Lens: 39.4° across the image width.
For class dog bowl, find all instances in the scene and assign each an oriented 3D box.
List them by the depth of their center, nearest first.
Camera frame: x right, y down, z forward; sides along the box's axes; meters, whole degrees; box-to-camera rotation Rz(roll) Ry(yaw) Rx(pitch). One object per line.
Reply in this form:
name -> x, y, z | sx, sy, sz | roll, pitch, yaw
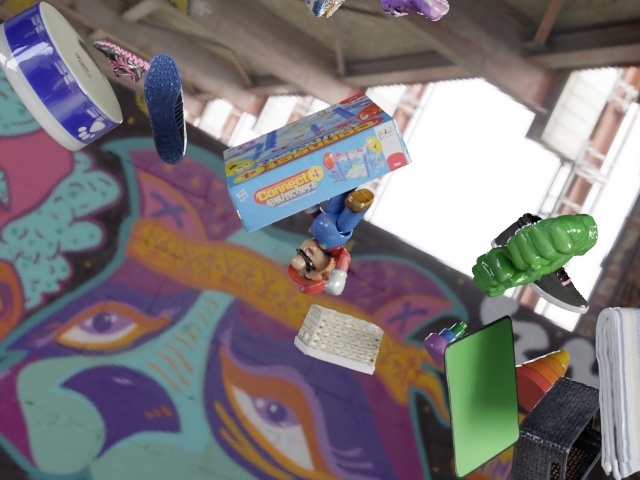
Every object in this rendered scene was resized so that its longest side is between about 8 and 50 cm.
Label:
dog bowl -> -0.485, -0.304, 1.664 | 0.264, 0.104, 0.265 | 60, 4, -7

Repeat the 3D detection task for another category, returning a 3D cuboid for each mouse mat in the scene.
mouse mat -> 0.218, 0.207, 1.190 | 0.153, 0.189, 0.007 | -17, 16, -42

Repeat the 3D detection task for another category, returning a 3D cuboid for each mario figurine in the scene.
mario figurine -> 0.000, 0.000, 2.086 | 0.170, 0.320, 0.198 | 17, 34, -10

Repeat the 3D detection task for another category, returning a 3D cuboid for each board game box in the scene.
board game box -> -0.019, -0.152, 1.629 | 0.302, 0.308, 0.086 | -115, -178, -71

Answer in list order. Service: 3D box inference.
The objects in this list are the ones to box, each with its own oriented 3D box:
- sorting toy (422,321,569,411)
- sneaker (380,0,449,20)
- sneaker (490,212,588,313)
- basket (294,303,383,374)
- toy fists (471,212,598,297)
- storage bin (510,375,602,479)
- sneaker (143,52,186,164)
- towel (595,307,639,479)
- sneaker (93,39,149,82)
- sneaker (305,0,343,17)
sorting toy -> 0.367, 0.234, 1.817 | 0.366, 0.126, 0.127 | 18, -37, 55
sneaker -> 0.183, -0.513, 1.891 | 0.095, 0.104, 0.236 | 27, 22, -39
sneaker -> 0.577, 0.049, 2.238 | 0.296, 0.147, 0.105 | 43, 32, 17
basket -> 0.043, 0.215, 1.964 | 0.167, 0.103, 0.113 | 20, 0, -16
toy fists -> 0.401, 0.033, 1.719 | 0.142, 0.096, 0.279 | -5, -19, -29
storage bin -> 0.370, 0.306, 1.371 | 0.084, 0.122, 0.180 | 16, 31, 32
sneaker -> -0.330, -0.277, 1.900 | 0.081, 0.232, 0.090 | -3, 6, -8
towel -> 0.427, 0.195, 1.186 | 0.034, 0.209, 0.285 | -5, -8, 36
sneaker -> -0.393, -0.347, 1.740 | 0.119, 0.057, 0.047 | 27, 7, -34
sneaker -> -0.015, -0.456, 1.511 | 0.131, 0.112, 0.296 | 43, 4, -5
